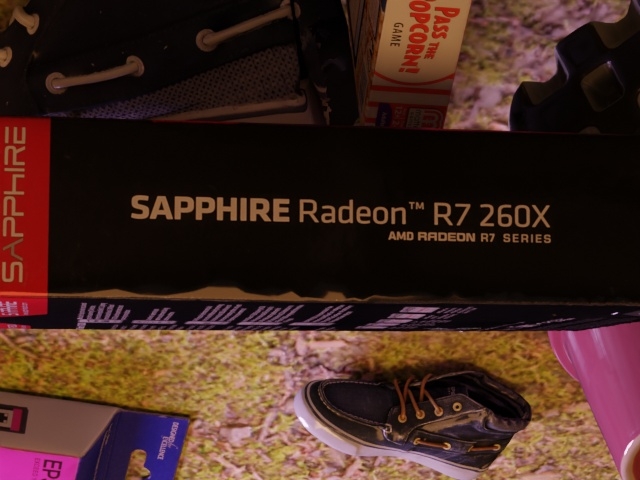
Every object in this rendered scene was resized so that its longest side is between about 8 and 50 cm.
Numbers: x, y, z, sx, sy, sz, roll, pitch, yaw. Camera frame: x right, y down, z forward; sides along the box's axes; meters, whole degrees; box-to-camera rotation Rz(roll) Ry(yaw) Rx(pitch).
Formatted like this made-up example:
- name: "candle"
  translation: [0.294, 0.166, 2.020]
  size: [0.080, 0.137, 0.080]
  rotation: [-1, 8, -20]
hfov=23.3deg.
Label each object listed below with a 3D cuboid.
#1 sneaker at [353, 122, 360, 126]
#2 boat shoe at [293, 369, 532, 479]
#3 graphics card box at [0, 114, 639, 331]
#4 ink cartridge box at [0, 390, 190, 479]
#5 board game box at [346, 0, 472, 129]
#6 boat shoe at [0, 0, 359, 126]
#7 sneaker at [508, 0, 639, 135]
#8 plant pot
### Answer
- name: "sneaker"
  translation: [-0.035, -0.056, 1.002]
  size: [0.191, 0.071, 0.083]
  rotation: [-3, 132, -44]
- name: "boat shoe"
  translation: [0.074, 0.129, 1.220]
  size: [0.183, 0.065, 0.083]
  rotation: [18, 130, -25]
- name: "graphics card box"
  translation: [0.000, 0.000, 0.827]
  size: [0.371, 0.094, 0.233]
  rotation: [2, 173, -9]
- name: "ink cartridge box"
  translation: [-0.305, 0.193, 1.281]
  size: [0.371, 0.069, 0.175]
  rotation: [7, 135, -11]
- name: "board game box"
  translation: [0.044, -0.169, 0.819]
  size: [0.045, 0.193, 0.146]
  rotation: [2, 136, -7]
- name: "boat shoe"
  translation: [-0.147, -0.126, 0.936]
  size: [0.341, 0.127, 0.158]
  rotation: [-7, 114, 13]
- name: "sneaker"
  translation: [0.284, -0.126, 0.938]
  size: [0.331, 0.122, 0.146]
  rotation: [-31, 145, 27]
- name: "plant pot"
  translation: [0.262, 0.084, 1.088]
  size: [0.201, 0.180, 0.201]
  rotation: [0, 136, 0]
